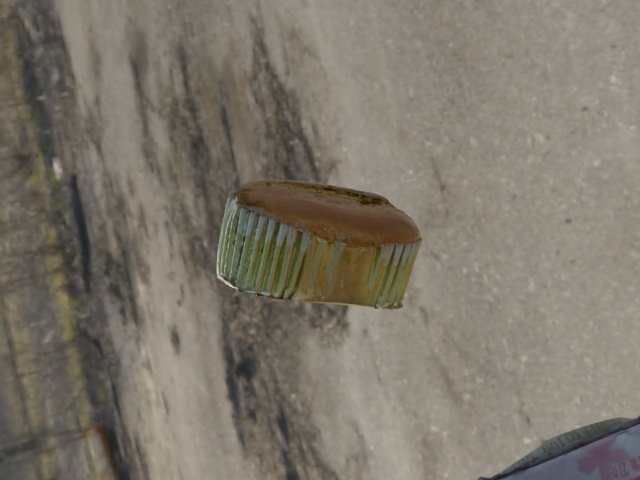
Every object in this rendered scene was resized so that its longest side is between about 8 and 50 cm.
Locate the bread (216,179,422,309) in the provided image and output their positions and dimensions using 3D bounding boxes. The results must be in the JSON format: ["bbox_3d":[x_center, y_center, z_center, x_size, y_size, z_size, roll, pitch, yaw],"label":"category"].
[{"bbox_3d":[0.000,0.000,1.398,0.204,0.288,0.156,-121,42,-74],"label":"bread"}]

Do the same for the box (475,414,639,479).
[{"bbox_3d":[0.261,0.332,0.772,0.112,0.190,0.369,85,162,-70],"label":"box"}]
